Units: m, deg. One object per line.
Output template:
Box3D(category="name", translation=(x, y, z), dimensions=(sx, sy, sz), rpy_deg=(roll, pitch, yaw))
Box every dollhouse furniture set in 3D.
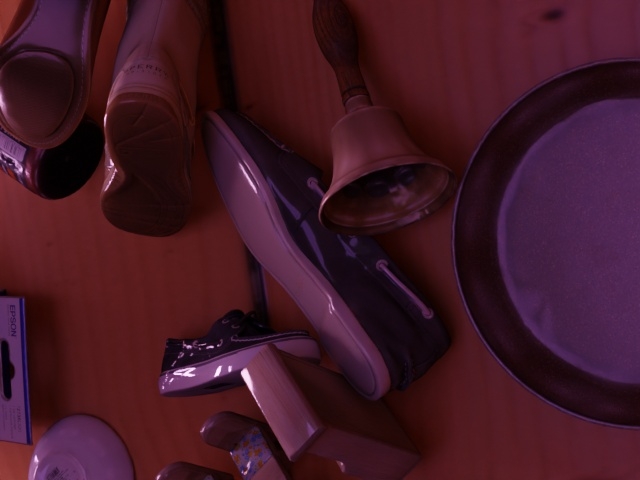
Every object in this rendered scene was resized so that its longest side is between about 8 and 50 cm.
Box3D(category="dollhouse furniture set", translation=(-0.052, 0.235, 1.046), dimensions=(0.242, 0.161, 0.212), rpy_deg=(-48, 47, 13))

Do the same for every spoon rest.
Box3D(category="spoon rest", translation=(-0.327, 0.318, 1.316), dimensions=(0.276, 0.084, 0.137), rpy_deg=(-43, 75, 13))

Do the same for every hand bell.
Box3D(category="hand bell", translation=(0.032, -0.139, 1.030), dimensions=(0.126, 0.126, 0.242), rpy_deg=(-30, 61, 29))

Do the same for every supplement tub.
Box3D(category="supplement tub", translation=(-0.344, -0.133, 1.248), dimensions=(0.198, 0.106, 0.106), rpy_deg=(32, 110, 24))

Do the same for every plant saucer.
Box3D(category="plant saucer", translation=(0.261, 0.003, 0.943), dimensions=(0.311, 0.050, 0.310), rpy_deg=(4, 97, 29))

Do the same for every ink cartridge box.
Box3D(category="ink cartridge box", translation=(-0.477, 0.145, 1.380), dimensions=(0.371, 0.069, 0.175), rpy_deg=(1, 95, 33))

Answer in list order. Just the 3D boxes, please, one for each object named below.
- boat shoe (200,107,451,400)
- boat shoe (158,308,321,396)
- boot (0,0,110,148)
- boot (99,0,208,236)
Box3D(category="boat shoe", translation=(0.000, 0.000, 1.083), dimensions=(0.335, 0.096, 0.112), rpy_deg=(56, 154, 17))
Box3D(category="boat shoe", translation=(-0.087, 0.108, 1.131), dimensions=(0.229, 0.080, 0.076), rpy_deg=(-22, 67, 48))
Box3D(category="boot", translation=(-0.246, -0.250, 1.126), dimensions=(0.109, 0.220, 0.283), rpy_deg=(16, 132, 1))
Box3D(category="boot", translation=(-0.168, -0.139, 1.142), dimensions=(0.095, 0.262, 0.203), rpy_deg=(5, 60, -3))
